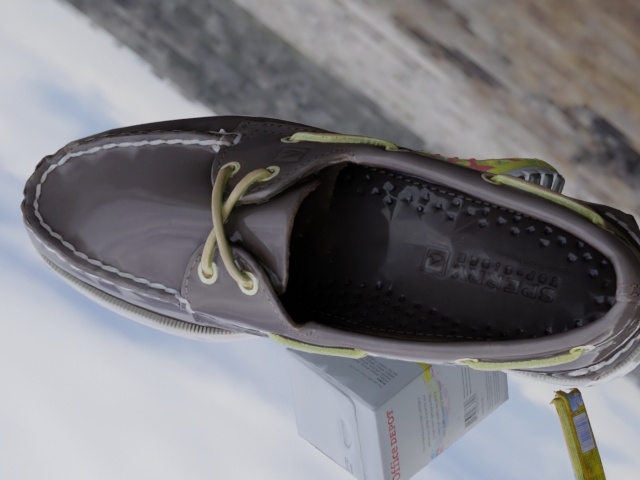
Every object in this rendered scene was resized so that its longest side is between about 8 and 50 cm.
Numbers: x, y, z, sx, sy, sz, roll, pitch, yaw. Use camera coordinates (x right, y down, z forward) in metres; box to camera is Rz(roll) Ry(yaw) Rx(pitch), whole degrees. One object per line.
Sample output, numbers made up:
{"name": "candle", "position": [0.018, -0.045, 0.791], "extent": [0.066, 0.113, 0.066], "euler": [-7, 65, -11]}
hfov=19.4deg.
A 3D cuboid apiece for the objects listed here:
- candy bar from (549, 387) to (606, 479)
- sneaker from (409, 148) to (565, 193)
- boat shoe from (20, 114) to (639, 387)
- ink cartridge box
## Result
{"name": "candy bar", "position": [0.248, 0.213, 1.738], "extent": [0.040, 0.018, 0.161], "euler": [-18, -87, -41]}
{"name": "sneaker", "position": [0.091, -0.037, 1.380], "extent": [0.208, 0.081, 0.094], "euler": [-9, -137, -36]}
{"name": "boat shoe", "position": [0.000, 0.000, 0.890], "extent": [0.324, 0.116, 0.097], "euler": [12, 174, 14]}
{"name": "ink cartridge box", "position": [0.074, 0.129, 1.789], "extent": [0.127, 0.176, 0.128], "euler": [32, 144, 36]}
